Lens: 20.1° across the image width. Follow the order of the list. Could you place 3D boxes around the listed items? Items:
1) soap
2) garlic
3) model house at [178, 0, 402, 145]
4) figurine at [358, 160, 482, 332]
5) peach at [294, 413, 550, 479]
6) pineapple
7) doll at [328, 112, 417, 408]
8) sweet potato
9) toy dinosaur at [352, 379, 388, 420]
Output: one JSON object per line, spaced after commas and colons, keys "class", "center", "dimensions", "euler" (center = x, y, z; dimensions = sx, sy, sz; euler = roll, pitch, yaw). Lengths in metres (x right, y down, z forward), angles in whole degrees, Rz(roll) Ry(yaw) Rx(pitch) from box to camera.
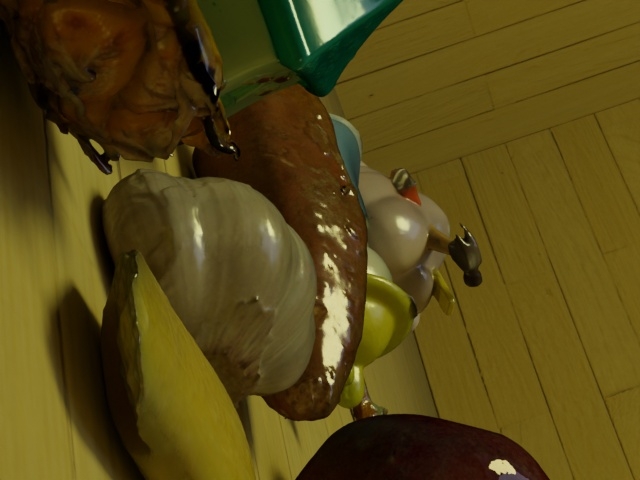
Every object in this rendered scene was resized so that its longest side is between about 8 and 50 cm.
{"class": "soap", "center": [-0.053, 0.060, 0.649], "dimensions": [0.168, 0.033, 0.089], "euler": [68, 4, -46]}
{"class": "garlic", "center": [-0.042, 0.014, 0.736], "dimensions": [0.113, 0.074, 0.094], "euler": [46, 31, -44]}
{"class": "model house", "center": [-0.035, -0.116, 0.868], "dimensions": [0.127, 0.149, 0.100], "euler": [10, 59, -84]}
{"class": "figurine", "center": [0.027, 0.007, 1.339], "dimensions": [0.229, 0.112, 0.137], "euler": [161, -81, -67]}
{"class": "peach", "center": [0.054, 0.160, 0.968], "dimensions": [0.152, 0.152, 0.152], "euler": [-18, 90, -86]}
{"class": "pineapple", "center": [-0.090, -0.114, 0.628], "dimensions": [0.225, 0.076, 0.225], "euler": [-19, 90, -89]}
{"class": "doll", "center": [-0.001, 0.000, 1.183], "dimensions": [0.135, 0.098, 0.241], "euler": [-59, -149, 39]}
{"class": "sweet potato", "center": [-0.023, 0.004, 0.992], "dimensions": [0.252, 0.097, 0.097], "euler": [-97, 169, -45]}
{"class": "toy dinosaur", "center": [0.042, 0.146, 1.586], "dimensions": [0.041, 0.026, 0.113], "euler": [6, 74, -66]}
